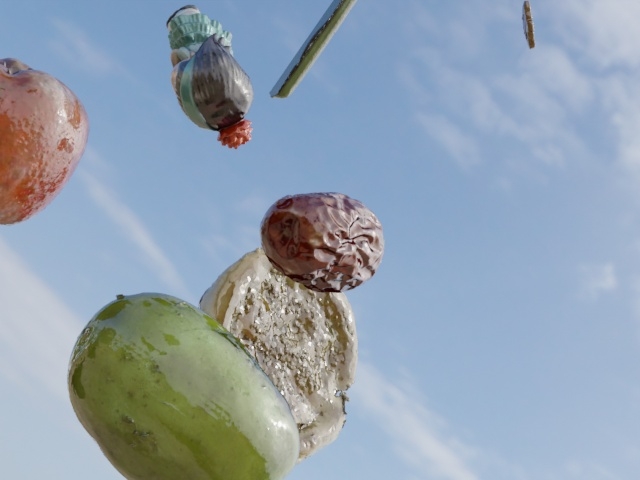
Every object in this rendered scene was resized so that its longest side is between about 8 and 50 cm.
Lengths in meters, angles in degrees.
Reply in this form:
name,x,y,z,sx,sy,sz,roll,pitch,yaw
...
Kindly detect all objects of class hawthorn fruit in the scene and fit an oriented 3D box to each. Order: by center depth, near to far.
name,x,y,z,sx,sy,sz,roll,pitch,yaw
hawthorn fruit,-0.422,-0.129,1.592,0.231,0.263,0.235,-8,-16,-1

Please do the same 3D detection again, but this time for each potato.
name,x,y,z,sx,sy,sz,roll,pitch,yaw
potato,-0.166,0.200,1.463,0.304,0.216,0.216,38,-19,-5

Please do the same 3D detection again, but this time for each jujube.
name,x,y,z,sx,sy,sz,roll,pitch,yaw
jujube,0.000,0.000,1.773,0.155,0.155,0.230,29,9,24

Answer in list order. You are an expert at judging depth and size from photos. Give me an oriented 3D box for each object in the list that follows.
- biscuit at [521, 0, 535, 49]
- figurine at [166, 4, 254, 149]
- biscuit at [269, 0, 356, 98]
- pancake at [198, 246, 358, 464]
name,x,y,z,sx,sy,sz,roll,pitch,yaw
biscuit,0.351,-0.371,2.058,0.092,0.016,0.082,-85,164,-70
figurine,-0.161,-0.249,1.764,0.138,0.110,0.245,39,21,-38
biscuit,0.002,-0.412,2.417,0.038,0.322,0.099,34,1,-15
pancake,-0.057,0.187,1.998,0.071,0.382,0.382,-10,-47,39
